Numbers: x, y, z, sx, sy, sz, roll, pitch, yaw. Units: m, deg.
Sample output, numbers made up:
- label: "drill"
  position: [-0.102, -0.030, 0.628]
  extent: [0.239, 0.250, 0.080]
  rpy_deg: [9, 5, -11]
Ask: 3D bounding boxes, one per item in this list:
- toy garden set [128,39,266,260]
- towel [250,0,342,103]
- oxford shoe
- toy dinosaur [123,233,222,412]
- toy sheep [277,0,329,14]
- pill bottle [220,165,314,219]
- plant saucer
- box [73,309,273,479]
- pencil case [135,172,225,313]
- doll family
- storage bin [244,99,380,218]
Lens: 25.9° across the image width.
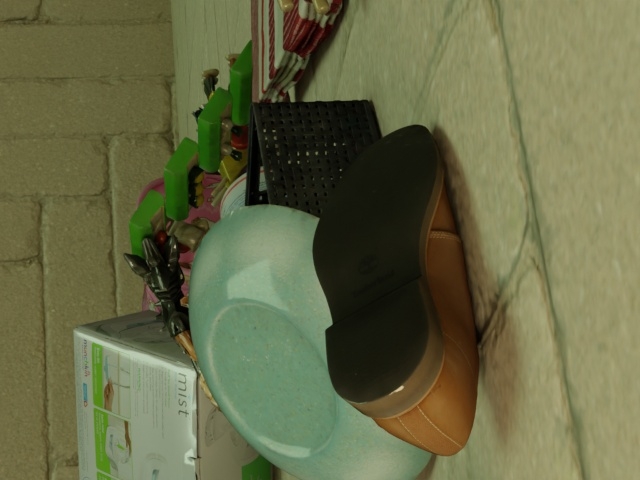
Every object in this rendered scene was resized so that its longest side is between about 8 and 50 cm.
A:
- label: "toy garden set"
  position: [-0.116, -0.060, 1.478]
  extent: [0.244, 0.049, 0.204]
  rpy_deg: [-60, -8, -24]
- label: "towel"
  position: [-0.024, -0.259, 1.197]
  extent: [0.329, 0.037, 0.237]
  rpy_deg: [136, 133, -76]
- label: "oxford shoe"
  position: [0.045, 0.023, 0.720]
  extent: [0.076, 0.076, 0.212]
  rpy_deg: [46, -150, -33]
- label: "toy dinosaur"
  position: [-0.087, 0.099, 1.362]
  extent: [0.322, 0.164, 0.218]
  rpy_deg: [-48, 58, 47]
- label: "toy sheep"
  position: [-0.008, -0.211, 0.944]
  extent: [0.132, 0.091, 0.091]
  rpy_deg: [-41, 45, 42]
- label: "pill bottle"
  position: [-0.032, 0.013, 1.134]
  extent: [0.160, 0.087, 0.087]
  rpy_deg: [-106, 16, -55]
- label: "plant saucer"
  position: [-0.018, 0.075, 0.824]
  extent: [0.195, 0.037, 0.195]
  rpy_deg: [22, 127, 34]
- label: "box"
  position: [-0.176, 0.237, 1.657]
  extent: [0.231, 0.127, 0.262]
  rpy_deg: [11, 107, 42]
- label: "pencil case"
  position: [-0.168, 0.069, 1.829]
  extent: [0.167, 0.160, 0.386]
  rpy_deg: [39, 151, 16]
- label: "doll family"
  position: [-0.126, -0.148, 1.787]
  extent: [0.193, 0.076, 0.111]
  rpy_deg: [95, 165, -67]
- label: "storage bin"
  position: [0.000, 0.000, 0.933]
  extent: [0.180, 0.084, 0.122]
  rpy_deg: [-103, 14, -46]
